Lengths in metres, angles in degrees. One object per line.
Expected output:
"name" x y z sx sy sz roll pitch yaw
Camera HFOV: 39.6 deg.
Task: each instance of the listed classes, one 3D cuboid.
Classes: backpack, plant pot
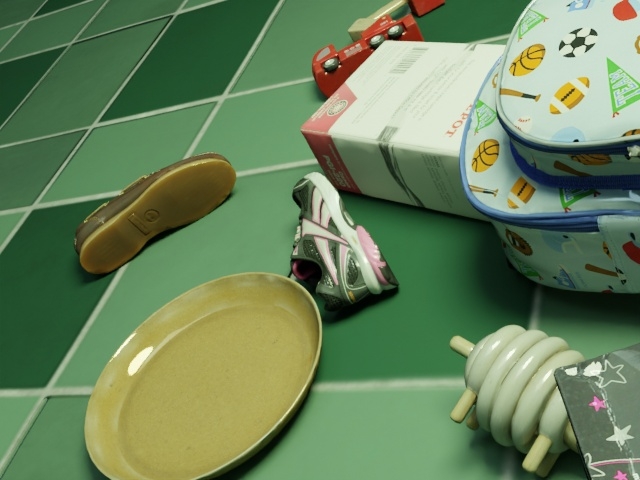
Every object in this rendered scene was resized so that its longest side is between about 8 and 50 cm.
"backpack" 0.236 -0.079 0.664 0.263 0.213 0.276 -12 41 41
"plant pot" -0.100 0.124 0.793 0.236 0.032 0.236 -20 37 16

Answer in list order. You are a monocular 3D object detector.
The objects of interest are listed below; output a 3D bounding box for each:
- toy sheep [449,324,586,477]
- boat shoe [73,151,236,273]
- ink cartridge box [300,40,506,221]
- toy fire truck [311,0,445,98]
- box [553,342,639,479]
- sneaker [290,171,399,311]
"toy sheep" 0.139 0.102 0.604 0.132 0.091 0.091 31 66 31
"boat shoe" -0.196 -0.044 1.029 0.207 0.073 0.073 -30 37 0
"ink cartridge box" 0.115 -0.116 0.878 0.218 0.092 0.158 14 55 47
"toy fire truck" 0.073 -0.261 1.122 0.192 0.047 0.135 -26 35 8
"box" 0.218 0.174 0.392 0.142 0.163 0.247 -19 37 11
"sneaker" 0.000 0.000 0.837 0.077 0.072 0.178 -31 34 -2
